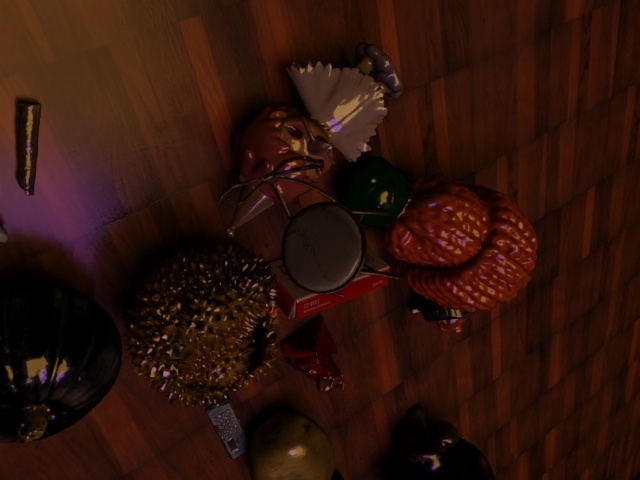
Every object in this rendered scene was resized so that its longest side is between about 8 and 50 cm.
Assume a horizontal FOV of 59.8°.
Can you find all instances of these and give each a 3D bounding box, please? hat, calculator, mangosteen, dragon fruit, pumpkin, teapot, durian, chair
[{"bbox_3d":[0.236,-0.052,1.116,0.285,0.285,0.400,-48,119,-5],"label":"hat"},{"bbox_3d":[-0.191,0.400,1.181,0.057,0.018,0.172,-28,127,-19],"label":"calculator"},{"bbox_3d":[0.314,0.641,1.480,0.297,0.297,0.313,-32,130,-19],"label":"mangosteen"},{"bbox_3d":[-0.011,0.262,1.221,0.092,0.122,0.192,-15,135,19],"label":"dragon fruit"},{"bbox_3d":[-0.410,0.186,0.791,0.250,0.216,0.250,-14,142,-11],"label":"pumpkin"},{"bbox_3d":[0.279,0.150,1.290,0.096,0.177,0.087,-26,97,-43],"label":"teapot"},{"bbox_3d":[0.327,0.172,1.389,0.086,0.081,0.116,13,106,-28],"label":"dragon fruit"},{"bbox_3d":[-0.183,0.121,0.913,0.293,0.258,0.258,-39,131,-33],"label":"durian"},{"bbox_3d":[0.000,0.000,0.874,0.326,0.160,0.170,15,60,-63],"label":"chair"}]

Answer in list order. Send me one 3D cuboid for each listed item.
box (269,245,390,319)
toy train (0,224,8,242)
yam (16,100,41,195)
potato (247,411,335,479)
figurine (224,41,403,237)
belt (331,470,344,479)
[{"bbox_3d":[0.011,0.068,1.086,0.229,0.123,0.050,-18,132,-28],"label":"box"},{"bbox_3d":[-0.499,-0.071,0.704,0.234,0.052,0.051,38,84,-41],"label":"toy train"},{"bbox_3d":[-0.402,-0.124,0.760,0.033,0.027,0.129,-36,141,-69],"label":"yam"},{"bbox_3d":[-0.065,0.478,1.219,0.197,0.148,0.228,-35,122,0],"label":"potato"},{"bbox_3d":[-0.030,-0.162,0.913,0.387,0.166,0.207,-44,127,-10],"label":"figurine"},{"bbox_3d":[0.009,0.639,1.416,0.140,0.058,0.105,22,104,-44],"label":"belt"}]
